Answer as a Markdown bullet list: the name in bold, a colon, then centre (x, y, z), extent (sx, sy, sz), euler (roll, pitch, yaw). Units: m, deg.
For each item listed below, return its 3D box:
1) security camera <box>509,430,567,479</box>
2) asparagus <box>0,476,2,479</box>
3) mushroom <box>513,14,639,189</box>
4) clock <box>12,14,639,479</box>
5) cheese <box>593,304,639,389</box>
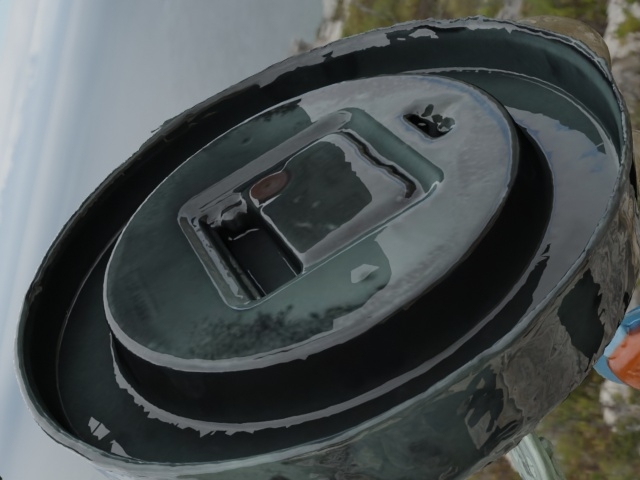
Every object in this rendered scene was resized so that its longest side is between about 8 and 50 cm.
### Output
- **security camera**: centre (0.360, 0.379, 1.393), extent (0.301, 0.080, 0.157), euler (64, 174, 4)
- **asparagus**: centre (-0.218, 0.128, 0.455), extent (0.045, 0.041, 0.178), euler (65, -173, 12)
- **mushroom**: centre (0.206, -0.094, 0.844), extent (0.204, 0.204, 0.204), euler (-168, 90, -72)
- **clock**: centre (-0.001, -0.001, 0.458), extent (0.312, 0.313, 0.061), euler (-106, -10, -55)
- **cheese**: centre (0.300, 0.081, 0.640), extent (0.106, 0.256, 0.037), euler (109, 167, -49)
